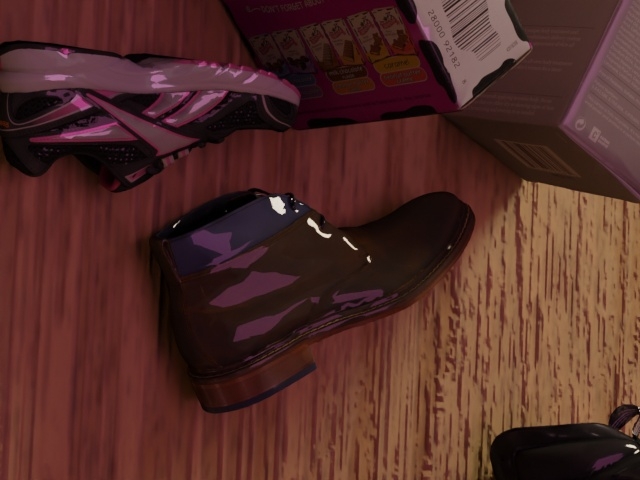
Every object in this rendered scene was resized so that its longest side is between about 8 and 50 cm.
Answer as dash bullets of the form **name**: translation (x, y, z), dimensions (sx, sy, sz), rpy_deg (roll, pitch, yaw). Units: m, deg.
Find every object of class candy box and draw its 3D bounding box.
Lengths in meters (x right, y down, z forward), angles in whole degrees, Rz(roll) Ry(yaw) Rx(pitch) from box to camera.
- **candy box**: translation (-0.003, -0.181, 0.807), dimensions (0.071, 0.159, 0.233), rpy_deg (-41, 113, -29)

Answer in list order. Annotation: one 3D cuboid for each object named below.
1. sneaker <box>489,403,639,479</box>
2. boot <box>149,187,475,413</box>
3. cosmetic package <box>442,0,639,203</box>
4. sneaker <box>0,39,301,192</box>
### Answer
- **sneaker**: translation (0.133, 0.219, 0.940), dimensions (0.268, 0.153, 0.101), rpy_deg (-36, 135, 4)
- **boot**: translation (0.000, 0.000, 0.853), dimensions (0.219, 0.082, 0.106), rpy_deg (-35, 112, -31)
- **cosmetic package**: translation (0.195, -0.157, 0.958), dimensions (0.107, 0.127, 0.238), rpy_deg (35, 80, -31)
- **sneaker**: translation (-0.098, -0.064, 0.799), dimensions (0.178, 0.072, 0.077), rpy_deg (2, 99, -30)
